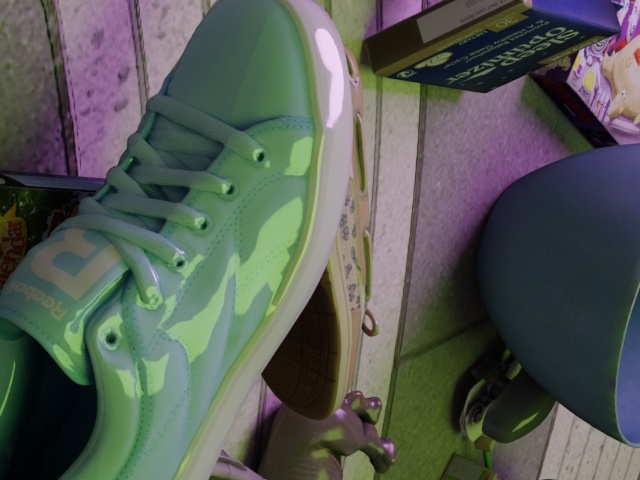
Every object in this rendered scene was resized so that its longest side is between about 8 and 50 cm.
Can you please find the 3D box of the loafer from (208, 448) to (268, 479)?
[{"bbox_3d":[-0.052,0.235,0.982,0.112,0.111,0.319,-50,129,-13],"label":"loafer"}]

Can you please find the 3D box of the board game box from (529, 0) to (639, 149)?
[{"bbox_3d":[0.333,-0.199,1.443,0.347,0.056,0.208,29,79,-58],"label":"board game box"}]

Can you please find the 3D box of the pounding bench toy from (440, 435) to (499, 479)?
[{"bbox_3d":[0.167,0.252,1.440,0.083,0.052,0.065,-61,147,-13],"label":"pounding bench toy"}]

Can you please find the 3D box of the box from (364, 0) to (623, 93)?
[{"bbox_3d":[0.152,-0.164,1.112,0.225,0.136,0.036,-4,74,-56],"label":"box"}]

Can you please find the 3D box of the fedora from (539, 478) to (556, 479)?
[{"bbox_3d":[0.243,0.426,1.467,0.334,0.153,0.334,-37,138,-43],"label":"fedora"}]

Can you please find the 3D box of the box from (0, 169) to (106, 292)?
[{"bbox_3d":[-0.182,0.075,0.822,0.159,0.044,0.233,1,107,-57],"label":"box"}]

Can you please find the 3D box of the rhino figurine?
[{"bbox_3d":[-0.026,0.229,1.115,0.106,0.073,0.243,28,85,-41],"label":"rhino figurine"}]

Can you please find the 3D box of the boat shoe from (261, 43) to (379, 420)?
[{"bbox_3d":[0.000,0.000,0.997,0.089,0.105,0.285,-31,131,-42],"label":"boat shoe"}]

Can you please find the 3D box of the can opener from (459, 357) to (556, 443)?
[{"bbox_3d":[0.251,0.127,1.454,0.283,0.095,0.076,-34,135,-34],"label":"can opener"}]

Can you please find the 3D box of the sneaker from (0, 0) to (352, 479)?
[{"bbox_3d":[-0.096,0.022,0.752,0.150,0.135,0.365,18,91,-61],"label":"sneaker"}]

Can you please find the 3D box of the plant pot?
[{"bbox_3d":[0.266,0.030,1.328,0.290,0.195,0.290,-32,132,-44],"label":"plant pot"}]
